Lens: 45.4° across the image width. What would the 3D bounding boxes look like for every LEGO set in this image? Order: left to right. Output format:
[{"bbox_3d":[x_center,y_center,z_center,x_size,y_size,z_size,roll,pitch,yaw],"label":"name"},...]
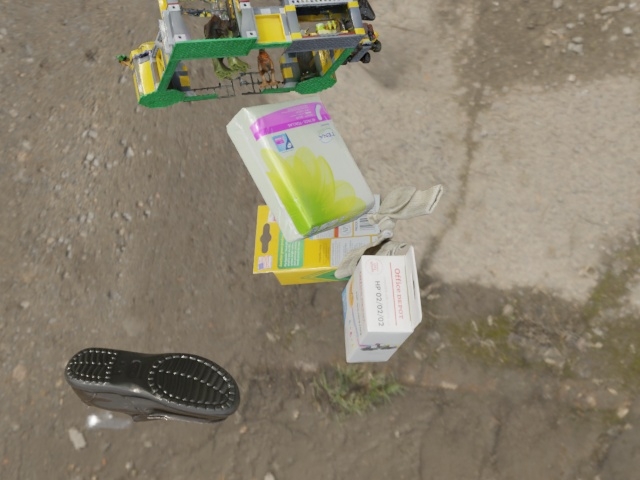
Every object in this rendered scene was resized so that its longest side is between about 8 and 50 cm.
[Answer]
[{"bbox_3d":[-0.102,-0.305,0.978,0.332,0.255,0.192,-10,82,-13],"label":"LEGO set"}]

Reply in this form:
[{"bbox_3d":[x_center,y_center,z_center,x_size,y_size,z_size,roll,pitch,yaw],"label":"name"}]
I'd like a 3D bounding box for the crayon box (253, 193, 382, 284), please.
[{"bbox_3d":[0.000,0.000,1.947,0.323,0.203,0.083,-4,152,12],"label":"crayon box"}]

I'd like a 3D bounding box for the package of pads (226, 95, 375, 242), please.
[{"bbox_3d":[-0.035,-0.158,1.641,0.229,0.101,0.296,-20,79,-44],"label":"package of pads"}]

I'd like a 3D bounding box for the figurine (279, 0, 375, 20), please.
[{"bbox_3d":[-0.012,-0.495,1.406,0.092,0.209,0.215,-55,143,-8],"label":"figurine"}]

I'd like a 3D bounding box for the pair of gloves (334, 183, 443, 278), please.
[{"bbox_3d":[0.131,-0.023,1.559,0.042,0.204,0.240,42,72,-19],"label":"pair of gloves"}]

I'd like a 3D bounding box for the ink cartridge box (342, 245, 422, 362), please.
[{"bbox_3d":[0.075,0.086,1.001,0.062,0.181,0.104,0,66,-10],"label":"ink cartridge box"}]

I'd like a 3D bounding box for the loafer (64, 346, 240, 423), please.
[{"bbox_3d":[-0.207,0.188,0.964,0.220,0.080,0.078,11,134,6],"label":"loafer"}]
